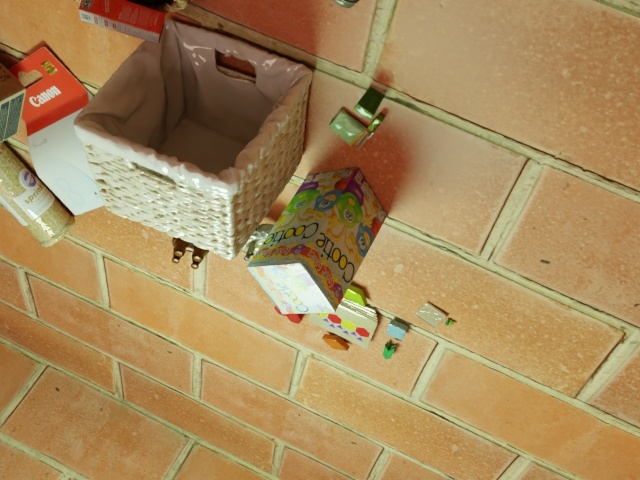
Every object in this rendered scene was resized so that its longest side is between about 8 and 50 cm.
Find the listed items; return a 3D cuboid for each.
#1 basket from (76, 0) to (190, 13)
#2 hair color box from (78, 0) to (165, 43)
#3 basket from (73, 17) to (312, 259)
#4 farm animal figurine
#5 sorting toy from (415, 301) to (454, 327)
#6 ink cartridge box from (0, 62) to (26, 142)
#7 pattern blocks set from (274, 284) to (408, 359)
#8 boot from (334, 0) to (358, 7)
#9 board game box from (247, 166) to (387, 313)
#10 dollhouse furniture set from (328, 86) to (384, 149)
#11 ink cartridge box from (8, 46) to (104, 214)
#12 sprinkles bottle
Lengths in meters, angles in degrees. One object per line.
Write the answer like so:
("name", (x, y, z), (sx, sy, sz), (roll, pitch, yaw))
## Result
("basket", (-0.358, -0.470, 1.386), (0.299, 0.223, 0.213), (12, 141, 22))
("hair color box", (-0.347, -0.393, 1.425), (0.141, 0.043, 0.072), (14, 176, -13))
("basket", (-0.227, -0.186, 1.542), (0.329, 0.331, 0.266), (22, 145, 13))
("farm animal figurine", (-0.256, -0.101, 1.810), (0.327, 0.172, 0.330), (0, 139, 14))
("sorting toy", (0.269, 0.180, 1.891), (0.083, 0.012, 0.062), (35, 139, 1))
("ink cartridge box", (-0.813, -0.364, 1.913), (0.235, 0.088, 0.193), (44, 142, 3))
("pattern blocks set", (0.053, 0.192, 2.047), (0.325, 0.026, 0.285), (30, 144, 1))
("boot", (0.045, -0.463, 1.233), (0.190, 0.076, 0.208), (27, 154, -20))
("board game box", (0.000, 0.000, 1.644), (0.142, 0.275, 0.144), (-5, 131, 40))
("dollhouse furniture set", (0.065, -0.217, 1.524), (0.076, 0.058, 0.151), (36, 144, -6))
("ink cartridge box", (-0.617, -0.246, 1.949), (0.308, 0.091, 0.385), (-12, 127, 43))
("sprinkles bottle", (-0.821, -0.144, 2.189), (0.121, 0.121, 0.355), (-8, 130, 41))
